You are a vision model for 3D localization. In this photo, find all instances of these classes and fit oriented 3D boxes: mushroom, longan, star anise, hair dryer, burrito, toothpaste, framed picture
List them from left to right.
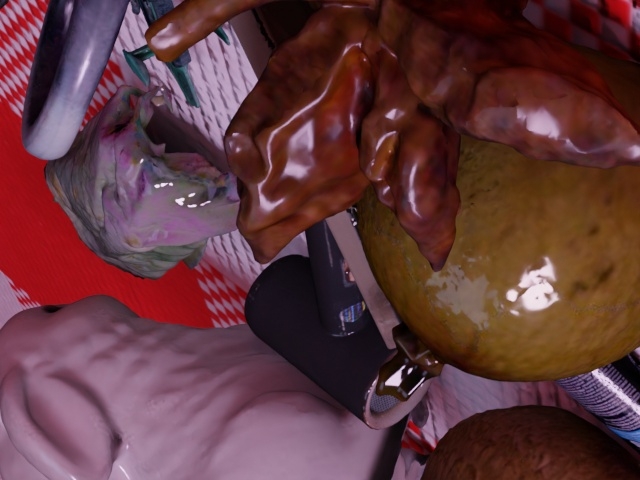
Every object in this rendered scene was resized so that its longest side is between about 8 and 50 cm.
[{"bbox_3d":[-0.134,-0.036,1.154,0.144,0.089,0.229,47,162,-4],"label":"burrito"},{"bbox_3d":[-0.009,-0.095,0.719,0.184,0.016,0.250,-93,-18,-49],"label":"framed picture"},{"bbox_3d":[0.000,0.000,0.998,0.128,0.070,0.255,34,149,35],"label":"hair dryer"},{"bbox_3d":[0.038,-0.089,0.544,0.111,0.212,0.196,31,170,-41],"label":"star anise"},{"bbox_3d":[0.079,-0.001,0.650,0.145,0.176,0.155,38,-173,33],"label":"longan"},{"bbox_3d":[0.154,0.204,0.918,0.253,0.153,0.253,48,170,12],"label":"mushroom"},{"bbox_3d":[0.147,0.071,0.838,0.193,0.045,0.071,45,169,-10],"label":"toothpaste"}]

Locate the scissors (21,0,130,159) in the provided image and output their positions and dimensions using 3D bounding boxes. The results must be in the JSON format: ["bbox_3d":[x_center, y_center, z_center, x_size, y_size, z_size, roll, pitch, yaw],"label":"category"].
[{"bbox_3d":[-0.033,-0.199,0.530,0.029,0.256,0.383,16,155,-18],"label":"scissors"}]

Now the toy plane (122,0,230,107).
[{"bbox_3d":[-0.101,-0.160,0.890,0.096,0.060,0.235,41,157,41],"label":"toy plane"}]

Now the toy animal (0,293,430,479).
[{"bbox_3d":[-0.101,0.155,1.162,0.357,0.257,0.194,16,142,17],"label":"toy animal"}]

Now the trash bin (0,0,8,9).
[{"bbox_3d":[-0.271,-0.187,1.038,0.175,0.161,0.175,42,163,15],"label":"trash bin"}]
